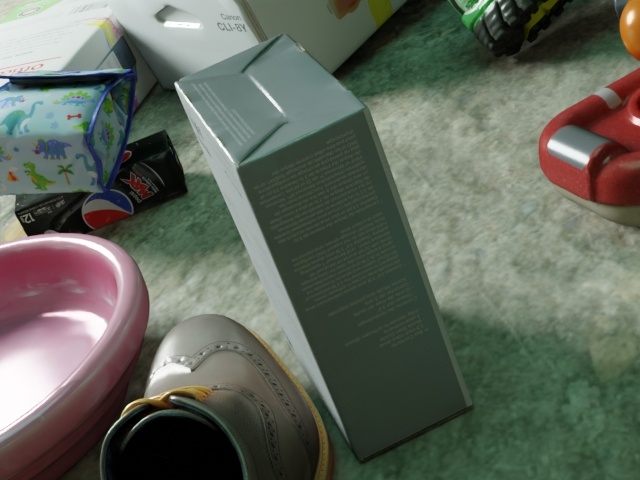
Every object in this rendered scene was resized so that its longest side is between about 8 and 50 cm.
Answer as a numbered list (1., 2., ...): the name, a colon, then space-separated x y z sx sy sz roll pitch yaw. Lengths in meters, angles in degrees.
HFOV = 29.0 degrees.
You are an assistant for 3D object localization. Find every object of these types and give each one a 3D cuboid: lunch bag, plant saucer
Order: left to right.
1. plant saucer: -0.281 0.119 0.979 0.332 0.084 0.332 -17 29 10
2. lunch bag: -0.259 -0.122 1.228 0.128 0.096 0.151 0 41 10

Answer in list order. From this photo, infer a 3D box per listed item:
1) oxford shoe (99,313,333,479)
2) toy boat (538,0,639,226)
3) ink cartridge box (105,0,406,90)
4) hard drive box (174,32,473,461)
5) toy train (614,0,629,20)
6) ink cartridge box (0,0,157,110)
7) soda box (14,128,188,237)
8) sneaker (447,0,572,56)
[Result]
1. oxford shoe: -0.066 0.128 0.763 0.130 0.133 0.364 -22 28 1
2. toy boat: 0.271 -0.125 0.945 0.231 0.151 0.151 -30 30 -14
3. ink cartridge box: -0.025 -0.341 1.464 0.279 0.160 0.385 13 52 47
4. hard drive box: 0.000 0.000 0.834 0.089 0.232 0.181 -25 29 -7
5. toy train: 0.407 -0.263 1.029 0.333 0.142 0.190 -7 54 44
6. ink cartridge box: -0.333 -0.182 1.487 0.207 0.119 0.353 -8 31 22
7. soda box: -0.223 -0.051 1.258 0.168 0.053 0.060 -22 30 1
8. sneaker: 0.248 -0.351 1.212 0.343 0.146 0.134 -44 -16 8
